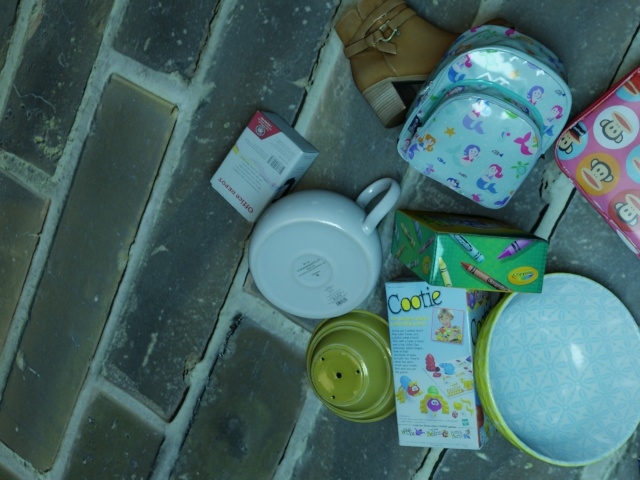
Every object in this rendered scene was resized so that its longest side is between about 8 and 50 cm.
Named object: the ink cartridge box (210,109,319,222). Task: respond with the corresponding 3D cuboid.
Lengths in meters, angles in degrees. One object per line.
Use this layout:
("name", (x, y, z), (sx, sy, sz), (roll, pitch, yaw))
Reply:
("ink cartridge box", (-0.108, -0.139, 1.566), (0.127, 0.072, 0.175), (44, 111, 16))

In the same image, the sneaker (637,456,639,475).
("sneaker", (0.550, 0.300, 1.228), (0.130, 0.147, 0.329), (7, 100, 24))

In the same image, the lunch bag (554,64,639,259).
("lunch bag", (0.529, -0.116, 1.231), (0.258, 0.120, 0.293), (-42, 78, 20))

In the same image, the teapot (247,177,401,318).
("teapot", (0.000, 0.000, 1.470), (0.256, 0.187, 0.252), (9, 124, 4))

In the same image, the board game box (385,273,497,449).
("board game box", (0.211, 0.197, 1.396), (0.145, 0.142, 0.275), (-3, 93, 27))

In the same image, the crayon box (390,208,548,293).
("crayon box", (0.219, 0.011, 1.277), (0.166, 0.278, 0.081), (4, 99, -8))

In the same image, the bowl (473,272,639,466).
("bowl", (0.350, 0.204, 1.301), (0.156, 0.290, 0.289), (-30, 78, 68))

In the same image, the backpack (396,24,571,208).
("backpack", (0.257, -0.192, 1.271), (0.225, 0.191, 0.253), (28, 122, -6))

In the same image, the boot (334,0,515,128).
("boot", (0.168, -0.353, 1.406), (0.283, 0.109, 0.220), (-33, 75, 32))

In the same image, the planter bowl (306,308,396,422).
("planter bowl", (0.050, 0.239, 1.509), (0.217, 0.090, 0.217), (2, 94, 26))
